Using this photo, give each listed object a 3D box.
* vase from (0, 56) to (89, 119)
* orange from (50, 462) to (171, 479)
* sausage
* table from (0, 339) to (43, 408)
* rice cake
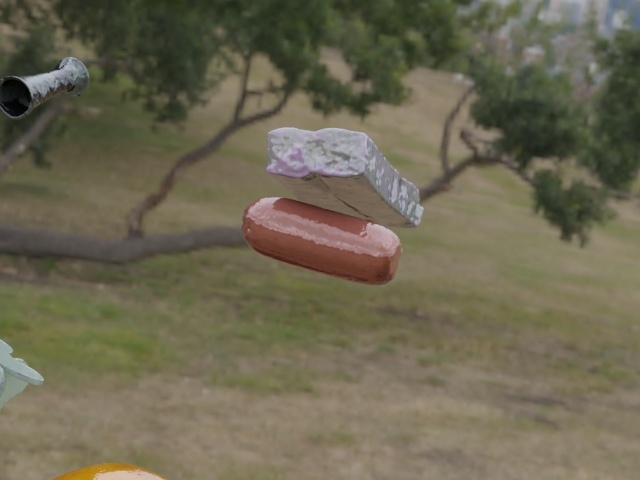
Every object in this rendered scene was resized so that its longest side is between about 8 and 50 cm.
[{"bbox_3d":[-0.379,-0.210,1.862,0.059,0.059,0.167,13,20,15],"label":"vase"},{"bbox_3d":[-0.271,0.433,1.709,0.312,0.312,0.312,9,11,-2],"label":"orange"},{"bbox_3d":[0.000,0.000,1.285,0.154,0.062,0.062,16,12,11],"label":"sausage"},{"bbox_3d":[-0.414,0.195,1.452,0.166,0.198,0.166,29,1,0],"label":"table"},{"bbox_3d":[0.028,-0.059,1.376,0.106,0.050,0.298,3,-8,15],"label":"rice cake"}]
